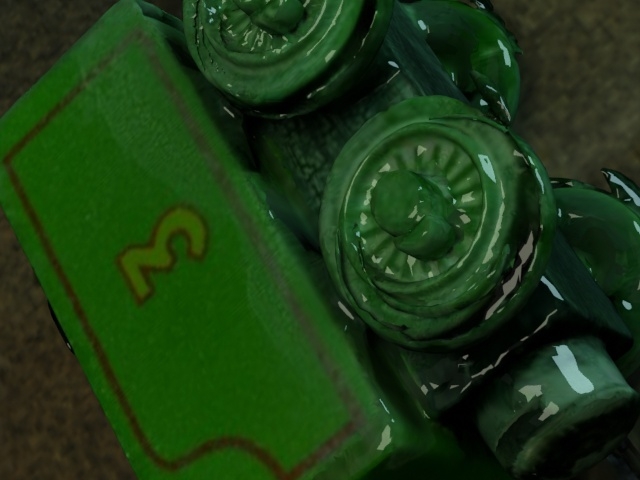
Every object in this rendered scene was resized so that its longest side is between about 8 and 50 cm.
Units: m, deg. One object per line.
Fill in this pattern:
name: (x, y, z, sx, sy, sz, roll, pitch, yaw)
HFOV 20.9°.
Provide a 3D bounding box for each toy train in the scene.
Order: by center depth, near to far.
toy train: (0.000, 0.000, 0.608, 0.188, 0.132, 0.243, -43, 58, 17)
